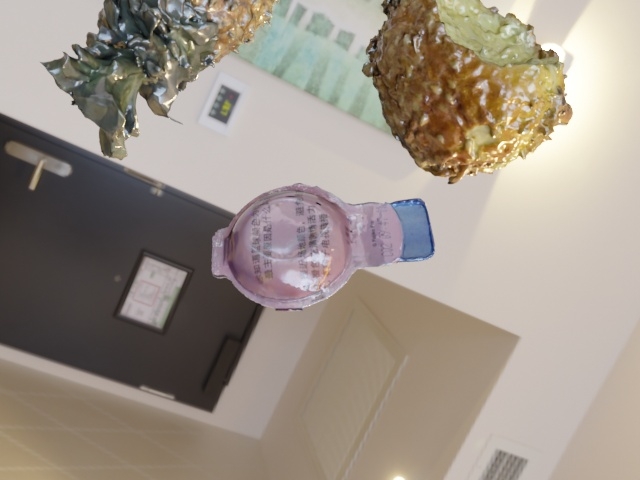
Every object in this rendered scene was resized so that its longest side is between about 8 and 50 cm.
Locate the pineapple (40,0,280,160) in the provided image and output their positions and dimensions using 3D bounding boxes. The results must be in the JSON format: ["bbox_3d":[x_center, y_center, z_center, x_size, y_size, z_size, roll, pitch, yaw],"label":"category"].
[{"bbox_3d":[-0.151,-0.210,0.660,0.170,0.141,0.310,85,25,-49],"label":"pineapple"}]

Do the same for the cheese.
[{"bbox_3d":[0.000,0.000,0.821,0.074,0.285,0.189,79,3,-61],"label":"cheese"}]

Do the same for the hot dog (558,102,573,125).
[{"bbox_3d":[0.521,-0.318,1.479,0.059,0.191,0.108,-46,-121,29],"label":"hot dog"}]

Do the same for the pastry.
[{"bbox_3d":[0.270,-0.292,1.250,0.292,0.405,0.337,-35,160,-36],"label":"pastry"}]
